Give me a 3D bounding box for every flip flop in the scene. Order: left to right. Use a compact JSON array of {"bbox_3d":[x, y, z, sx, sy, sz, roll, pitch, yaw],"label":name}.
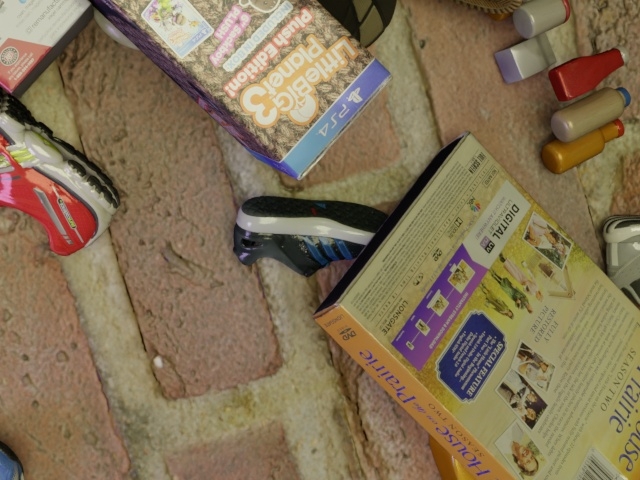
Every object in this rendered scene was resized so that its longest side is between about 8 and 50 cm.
[{"bbox_3d":[-0.019,-0.311,1.344,0.112,0.080,0.277,-45,126,12],"label":"flip flop"}]

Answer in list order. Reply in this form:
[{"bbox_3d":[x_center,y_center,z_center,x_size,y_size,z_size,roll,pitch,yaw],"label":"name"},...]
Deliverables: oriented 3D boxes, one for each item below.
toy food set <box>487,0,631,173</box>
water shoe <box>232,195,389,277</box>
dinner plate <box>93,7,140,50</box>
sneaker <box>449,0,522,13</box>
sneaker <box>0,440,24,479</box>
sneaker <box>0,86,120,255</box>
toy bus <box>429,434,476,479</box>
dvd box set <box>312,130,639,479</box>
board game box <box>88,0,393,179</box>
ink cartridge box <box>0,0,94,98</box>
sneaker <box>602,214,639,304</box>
[{"bbox_3d":[0.284,-0.203,1.422,0.104,0.111,0.232,-26,97,-19],"label":"toy food set"},{"bbox_3d":[0.000,0.000,1.414,0.203,0.073,0.080,9,119,-11],"label":"water shoe"},{"bbox_3d":[-0.190,-0.282,1.378,0.141,0.017,0.141,0,92,-10],"label":"dinner plate"},{"bbox_3d":[0.117,-0.368,1.388,0.282,0.099,0.153,23,68,8],"label":"sneaker"},{"bbox_3d":[-0.439,0.350,1.311,0.130,0.147,0.330,41,86,-10],"label":"sneaker"},{"bbox_3d":[-0.349,-0.087,1.323,0.279,0.107,0.118,41,96,-8],"label":"sneaker"},{"bbox_3d":[0.247,0.350,1.451,0.130,0.108,0.333,-32,98,-8],"label":"toy bus"},{"bbox_3d":[0.225,0.121,1.379,0.420,0.062,0.307,44,54,-9],"label":"dvd box set"},{"bbox_3d":[-0.100,-0.219,1.275,0.291,0.232,0.141,43,88,-15],"label":"board game box"},{"bbox_3d":[-0.345,-0.256,1.296,0.176,0.127,0.128,41,88,-9],"label":"ink cartridge box"},{"bbox_3d":[0.449,0.037,1.485,0.228,0.086,0.132,1,99,0],"label":"sneaker"}]
